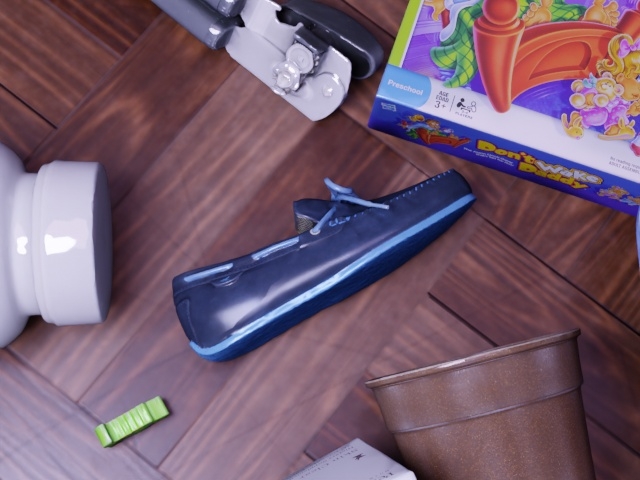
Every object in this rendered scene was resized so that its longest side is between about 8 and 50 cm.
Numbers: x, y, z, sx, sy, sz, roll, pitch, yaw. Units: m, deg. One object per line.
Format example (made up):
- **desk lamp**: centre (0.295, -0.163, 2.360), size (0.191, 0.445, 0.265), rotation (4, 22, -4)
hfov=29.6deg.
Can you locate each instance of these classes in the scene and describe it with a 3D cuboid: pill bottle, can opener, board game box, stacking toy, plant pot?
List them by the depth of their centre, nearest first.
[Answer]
- **plant pot**: centre (0.135, 0.164, 0.909), size (0.167, 0.167, 0.165), rotation (-14, 84, -7)
- **pill bottle**: centre (-0.314, 0.005, 0.915), size (0.302, 0.169, 0.169), rotation (-1, 75, -3)
- **stacking toy**: centre (-0.180, 0.242, 0.919), size (0.221, 0.052, 0.167), rotation (-29, 79, -11)
- **board game box**: centre (0.242, -0.157, 1.034), size (0.347, 0.078, 0.233), rotation (18, 75, 2)
- **can opener**: centre (-0.079, -0.207, 1.045), size (0.280, 0.074, 0.093), rotation (36, 42, 5)

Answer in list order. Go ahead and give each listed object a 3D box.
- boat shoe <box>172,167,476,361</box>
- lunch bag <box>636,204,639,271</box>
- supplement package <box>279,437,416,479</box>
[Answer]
- **boat shoe**: centre (0.000, 0.000, 0.967), size (0.258, 0.109, 0.089), rotation (-27, 75, -12)
- **lunch bag**: centre (0.341, 0.046, 0.931), size (0.176, 0.090, 0.218), rotation (-12, 110, -6)
- **supplement package**: centre (-0.026, 0.293, 0.835), size (0.262, 0.145, 0.204), rotation (-27, 96, -12)
